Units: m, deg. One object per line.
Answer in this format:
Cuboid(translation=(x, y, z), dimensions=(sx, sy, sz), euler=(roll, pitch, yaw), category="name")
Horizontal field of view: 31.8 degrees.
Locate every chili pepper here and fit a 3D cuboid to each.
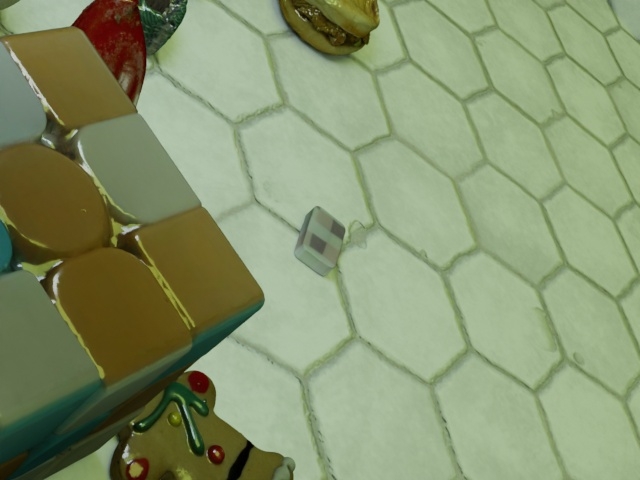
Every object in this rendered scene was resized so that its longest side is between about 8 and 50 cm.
Cuboid(translation=(-0.280, -0.188, 1.390), dimensions=(0.144, 0.253, 0.136), euler=(38, 19, -3), category="chili pepper")

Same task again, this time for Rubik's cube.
Cuboid(translation=(-0.330, 0.050, 1.039), dimensions=(0.347, 0.346, 0.344), euler=(56, 36, 8), category="Rubik's cube")

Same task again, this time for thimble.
Cuboid(translation=(-0.266, -0.353, 1.675), dimensions=(0.118, 0.090, 0.135), euler=(23, 46, -28), category="thimble")

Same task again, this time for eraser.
Cuboid(translation=(0.000, 0.000, 1.692), dimensions=(0.065, 0.026, 0.105), euler=(35, 38, -14), category="eraser")

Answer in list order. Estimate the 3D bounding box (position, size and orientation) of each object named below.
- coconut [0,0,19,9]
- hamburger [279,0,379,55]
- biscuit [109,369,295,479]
Cuboid(translation=(-0.466, -0.383, 1.399), dimensions=(0.227, 0.230, 0.227), euler=(4, 85, -48), category="coconut")
Cuboid(translation=(0.015, -0.433, 2.021), dimensions=(0.213, 0.108, 0.214), euler=(27, 43, -29), category="hamburger")
Cuboid(translation=(-0.163, 0.228, 1.305), dimensions=(0.301, 0.049, 0.197), euler=(44, 34, -5), category="biscuit")
